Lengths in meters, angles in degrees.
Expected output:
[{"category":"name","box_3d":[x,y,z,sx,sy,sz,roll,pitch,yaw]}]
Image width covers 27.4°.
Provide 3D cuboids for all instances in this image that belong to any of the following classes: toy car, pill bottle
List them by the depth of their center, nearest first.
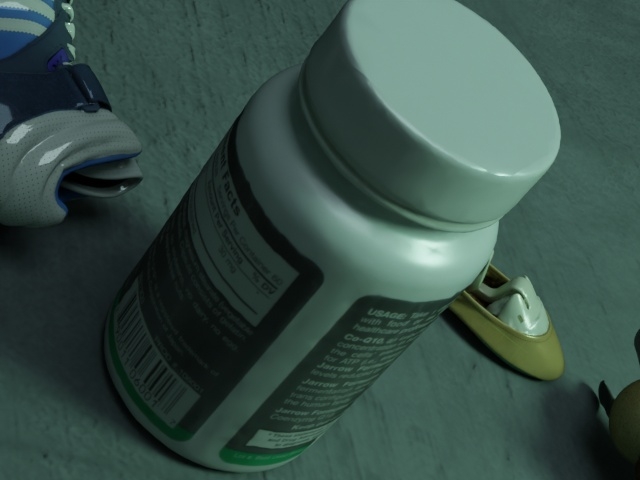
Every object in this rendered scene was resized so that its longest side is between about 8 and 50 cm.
[{"category":"pill bottle","box_3d":[0.000,0.000,0.961,0.204,0.361,0.204,21,43,-21]},{"category":"toy car","box_3d":[0.330,0.179,1.231,0.149,0.155,0.188,7,37,-34]}]

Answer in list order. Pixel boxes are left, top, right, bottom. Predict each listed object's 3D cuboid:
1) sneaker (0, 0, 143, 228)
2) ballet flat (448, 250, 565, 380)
[{"category":"sneaker","box_3d":[-0.238,-0.136,1.106,0.236,0.130,0.322,42,34,-13]},{"category":"ballet flat","box_3d":[0.157,0.046,1.265,0.232,0.073,0.080,38,40,-3]}]
